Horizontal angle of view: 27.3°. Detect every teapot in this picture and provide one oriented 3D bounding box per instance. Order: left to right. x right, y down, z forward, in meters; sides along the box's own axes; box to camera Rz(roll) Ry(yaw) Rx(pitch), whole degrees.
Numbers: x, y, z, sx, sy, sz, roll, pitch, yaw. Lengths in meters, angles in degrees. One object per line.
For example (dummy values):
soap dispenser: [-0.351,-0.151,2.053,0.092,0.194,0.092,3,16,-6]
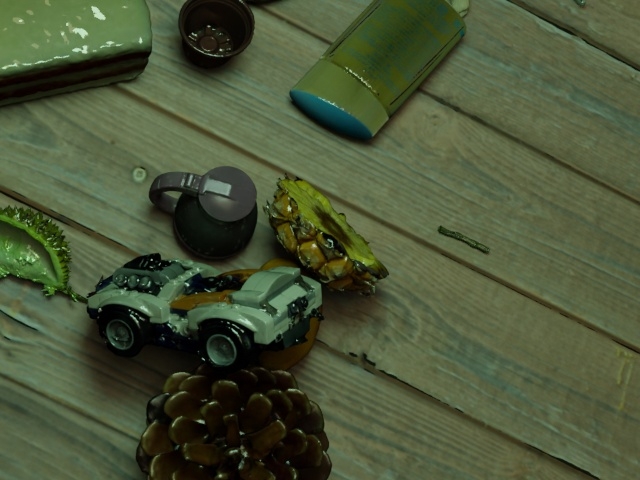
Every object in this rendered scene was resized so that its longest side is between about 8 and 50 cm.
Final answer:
teapot: [-0.148,-0.056,1.799,0.148,0.146,0.116,46,67,3]

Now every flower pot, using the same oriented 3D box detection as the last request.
flower pot: [-0.157,-0.295,1.908,0.111,0.089,0.111,4,71,-13]

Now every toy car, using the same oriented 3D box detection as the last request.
toy car: [-0.157,0.085,1.689,0.301,0.118,0.193,9,21,26]

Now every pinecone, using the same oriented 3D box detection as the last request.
pinecone: [-0.112,0.272,1.650,0.264,0.264,0.264,5,71,-14]

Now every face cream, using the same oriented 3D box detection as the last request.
face cream: [0.090,-0.270,1.978,0.139,0.067,0.285,41,66,2]

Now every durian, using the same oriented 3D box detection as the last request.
durian: [-0.397,0.008,1.764,0.215,0.086,0.100,25,101,-3]

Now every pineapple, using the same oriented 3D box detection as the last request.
pineapple: [0.000,0.000,1.815,0.225,0.225,0.076,43,102,2]

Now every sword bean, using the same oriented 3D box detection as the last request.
sword bean: [0.212,-0.002,1.953,0.083,0.012,0.012,24,68,-5]

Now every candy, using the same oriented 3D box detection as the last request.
candy: [-0.401,-0.294,1.817,0.321,0.135,0.179,-15,78,-21]

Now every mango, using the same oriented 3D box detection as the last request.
mango: [-0.052,0.104,1.811,0.105,0.084,0.159,12,86,-28]

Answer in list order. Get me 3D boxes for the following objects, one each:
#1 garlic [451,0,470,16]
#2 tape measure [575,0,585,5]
garlic: [0.194,-0.457,2.038,0.199,0.199,0.225,-9,107,-18]
tape measure: [0.373,-0.489,2.115,0.178,0.105,0.196,12,68,-3]
